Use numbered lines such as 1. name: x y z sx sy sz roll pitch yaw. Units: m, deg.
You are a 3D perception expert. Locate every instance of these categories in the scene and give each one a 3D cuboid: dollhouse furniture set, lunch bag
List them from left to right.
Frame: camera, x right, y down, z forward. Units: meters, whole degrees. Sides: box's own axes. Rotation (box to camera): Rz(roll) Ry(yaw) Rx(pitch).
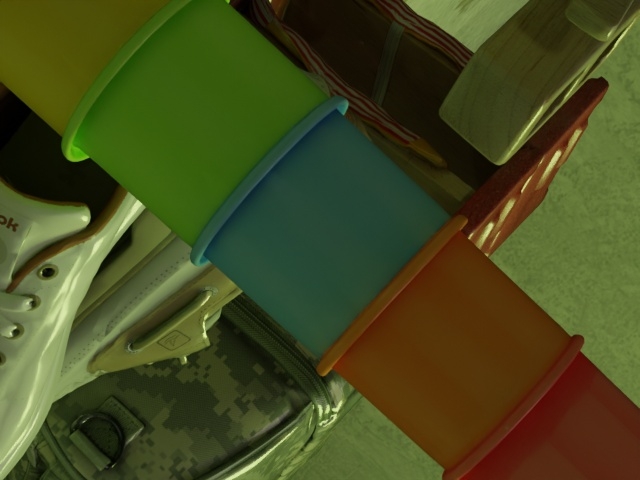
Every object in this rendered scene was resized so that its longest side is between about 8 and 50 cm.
1. lunch bag: -0.115 0.120 1.215 0.256 0.212 0.305 -46 174 -30
2. dollhouse furniture set: 0.066 -0.140 0.867 0.152 0.201 0.374 -44 168 -37

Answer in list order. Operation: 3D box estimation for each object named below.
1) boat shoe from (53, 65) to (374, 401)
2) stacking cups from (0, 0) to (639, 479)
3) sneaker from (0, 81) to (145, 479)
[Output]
1. boat shoe: -0.097 0.021 0.884 0.302 0.103 0.113 -39 -141 30
2. stacking cups: 0.000 0.000 0.621 0.096 0.316 0.096 -45 174 -7
3. sneaker: -0.153 0.013 0.733 0.290 0.106 0.123 -59 172 3
